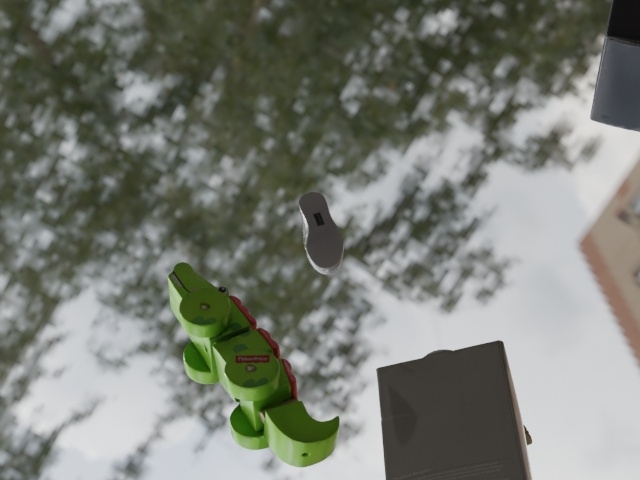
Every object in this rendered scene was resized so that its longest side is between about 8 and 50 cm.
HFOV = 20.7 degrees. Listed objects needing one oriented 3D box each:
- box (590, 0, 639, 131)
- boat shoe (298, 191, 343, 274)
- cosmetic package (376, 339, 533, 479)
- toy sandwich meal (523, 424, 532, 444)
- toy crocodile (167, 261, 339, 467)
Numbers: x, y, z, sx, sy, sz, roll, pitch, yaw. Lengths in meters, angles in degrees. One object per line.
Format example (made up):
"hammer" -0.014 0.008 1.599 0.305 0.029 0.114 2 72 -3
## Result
"box" 0.352 -0.235 1.807 0.108 0.153 0.207 12 -120 8
"boat shoe" 0.000 0.000 1.628 0.035 0.035 0.100 -13 -135 -6
"cosmetic package" 0.123 0.204 1.553 0.127 0.107 0.238 -12 -149 9
"toy sandwich meal" 0.214 0.247 2.143 0.085 0.085 0.029 22 -138 -20
"toy crocodile" -0.093 0.146 2.137 0.105 0.115 0.340 -21 -137 -20
